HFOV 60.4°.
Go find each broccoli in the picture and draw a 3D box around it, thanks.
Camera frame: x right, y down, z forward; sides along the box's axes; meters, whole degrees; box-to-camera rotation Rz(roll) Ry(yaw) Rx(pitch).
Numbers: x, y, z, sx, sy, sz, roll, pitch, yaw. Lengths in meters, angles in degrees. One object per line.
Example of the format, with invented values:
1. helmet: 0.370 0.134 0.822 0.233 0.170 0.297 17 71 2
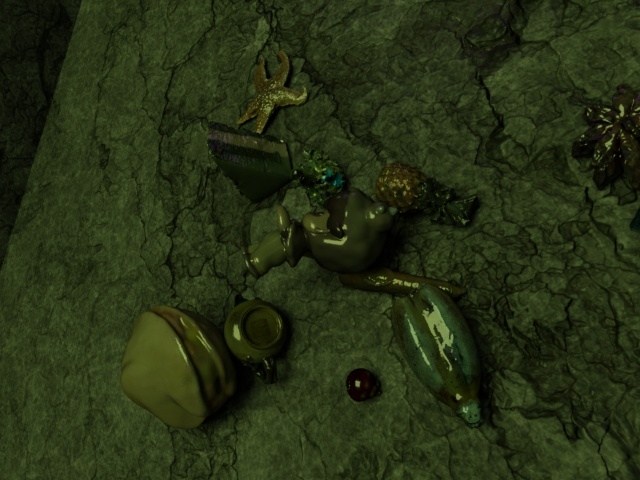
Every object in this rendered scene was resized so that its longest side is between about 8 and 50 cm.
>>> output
1. broccoli: -0.014 -0.173 1.529 0.154 0.160 0.167 13 102 38

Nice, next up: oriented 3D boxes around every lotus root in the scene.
1. lotus root: 0.268 0.252 1.208 0.158 0.140 0.322 -24 70 1

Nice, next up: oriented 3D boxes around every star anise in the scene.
1. star anise: 0.630 -0.220 1.112 0.223 0.109 0.236 -32 57 19

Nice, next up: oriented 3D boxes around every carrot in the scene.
1. carrot: 0.190 0.103 1.351 0.342 0.070 0.070 5 79 36

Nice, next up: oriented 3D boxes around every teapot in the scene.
1. teapot: -0.185 0.271 1.526 0.182 0.173 0.270 -40 67 58

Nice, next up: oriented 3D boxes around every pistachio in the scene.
1. pistachio: -0.407 0.358 1.566 0.445 0.281 0.365 -8 105 51

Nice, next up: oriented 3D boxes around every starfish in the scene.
1. starfish: -0.180 -0.475 1.811 0.299 0.060 0.302 44 103 34

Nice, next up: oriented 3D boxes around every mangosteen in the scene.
1. mangosteen: 0.100 0.349 1.334 0.081 0.081 0.081 -12 69 33

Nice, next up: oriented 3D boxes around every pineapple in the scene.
1. pineapple: 0.259 -0.109 1.341 0.248 0.128 0.128 23 89 31

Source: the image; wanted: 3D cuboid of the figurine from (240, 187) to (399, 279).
1. figurine: -0.001 0.000 1.333 0.380 0.248 0.203 -15 80 -6

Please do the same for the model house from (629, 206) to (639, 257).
1. model house: 0.685 -0.068 0.917 0.243 0.284 0.298 36 97 43

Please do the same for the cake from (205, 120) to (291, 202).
1. cake: -0.204 -0.260 1.632 0.172 0.283 0.158 -22 63 11

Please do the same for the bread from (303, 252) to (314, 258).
1. bread: -0.011 -0.008 1.481 0.105 0.152 0.077 -54 53 16
